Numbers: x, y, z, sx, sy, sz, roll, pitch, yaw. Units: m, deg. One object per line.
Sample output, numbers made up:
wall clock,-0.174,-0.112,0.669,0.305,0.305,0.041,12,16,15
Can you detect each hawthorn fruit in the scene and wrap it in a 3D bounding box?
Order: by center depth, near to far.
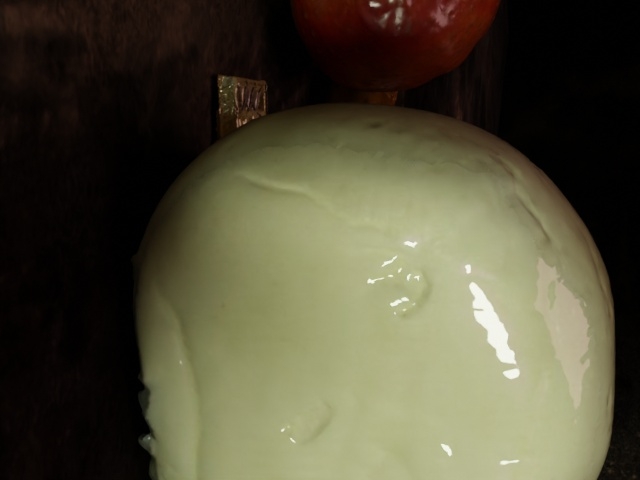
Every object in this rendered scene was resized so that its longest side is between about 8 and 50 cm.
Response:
hawthorn fruit,0.059,-0.234,0.966,0.253,0.205,0.205,-26,117,-65

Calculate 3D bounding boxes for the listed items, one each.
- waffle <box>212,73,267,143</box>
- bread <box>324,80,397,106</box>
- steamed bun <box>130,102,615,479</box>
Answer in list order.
waffle,-0.063,-0.064,0.852,0.092,0.021,0.135,-18,109,-76
bread,0.042,-0.142,1.135,0.189,0.077,0.114,-65,173,-58
steamed bun,0.048,0.071,0.736,0.233,0.311,0.334,-46,144,-63
